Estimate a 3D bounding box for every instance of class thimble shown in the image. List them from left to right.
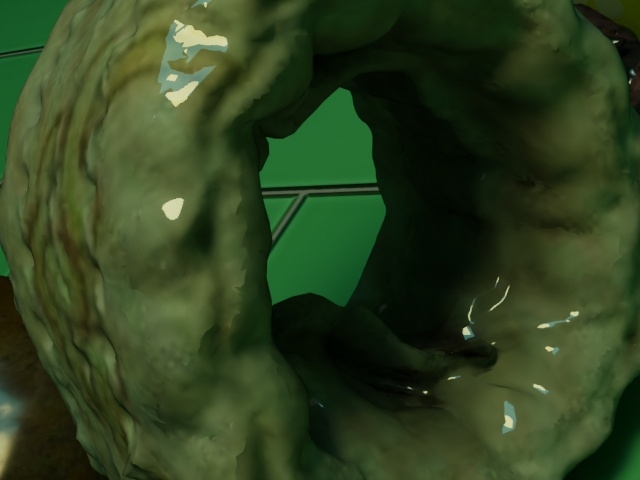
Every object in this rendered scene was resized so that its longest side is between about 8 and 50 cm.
[{"bbox_3d":[0.000,0.000,0.559,0.291,0.291,0.195,-45,27,-19],"label":"thimble"}]

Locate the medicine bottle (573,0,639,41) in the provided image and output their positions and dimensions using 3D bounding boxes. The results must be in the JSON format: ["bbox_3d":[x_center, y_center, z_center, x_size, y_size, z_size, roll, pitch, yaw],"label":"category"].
[{"bbox_3d":[0.213,-0.175,0.743,0.250,0.137,0.141,11,52,48],"label":"medicine bottle"}]

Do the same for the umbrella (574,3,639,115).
[{"bbox_3d":[0.159,-0.085,0.696,0.326,0.094,0.090,18,79,42],"label":"umbrella"}]

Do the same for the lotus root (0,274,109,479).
[{"bbox_3d":[-0.213,0.118,0.703,0.260,0.149,0.267,-38,36,-8],"label":"lotus root"}]
